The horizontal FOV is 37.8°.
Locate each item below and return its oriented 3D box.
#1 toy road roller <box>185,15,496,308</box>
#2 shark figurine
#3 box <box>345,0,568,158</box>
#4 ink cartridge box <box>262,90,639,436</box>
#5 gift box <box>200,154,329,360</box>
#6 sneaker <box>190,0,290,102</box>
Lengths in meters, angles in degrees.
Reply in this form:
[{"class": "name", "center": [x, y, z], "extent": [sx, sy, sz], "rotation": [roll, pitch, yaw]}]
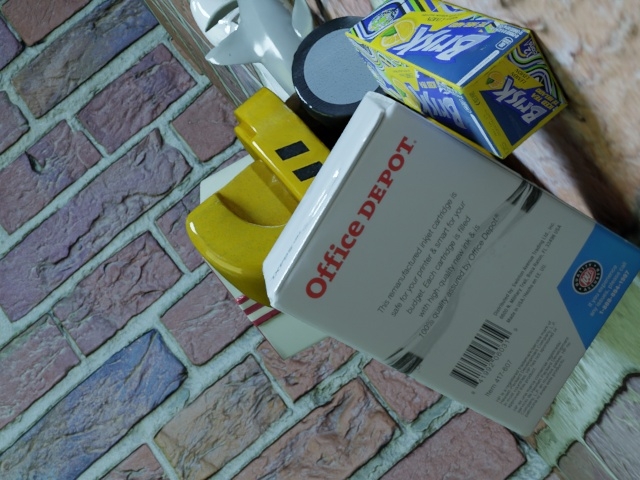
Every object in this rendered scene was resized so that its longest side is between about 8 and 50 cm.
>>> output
[{"class": "toy road roller", "center": [0.040, -0.003, 0.821], "extent": [0.329, 0.241, 0.202], "rotation": [49, 178, 20]}, {"class": "shark figurine", "center": [-0.075, -0.224, 1.003], "extent": [0.278, 0.116, 0.166], "rotation": [56, 174, 41]}, {"class": "box", "center": [0.082, -0.113, 0.603], "extent": [0.059, 0.054, 0.169], "rotation": [51, 177, -31]}, {"class": "ink cartridge box", "center": [0.084, 0.014, 0.621], "extent": [0.203, 0.148, 0.086], "rotation": [29, -171, -14]}, {"class": "gift box", "center": [0.000, 0.000, 1.332], "extent": [0.255, 0.258, 0.276], "rotation": [54, -169, -35]}, {"class": "sneaker", "center": [-0.076, -0.260, 1.196], "extent": [0.212, 0.080, 0.094], "rotation": [43, 166, -3]}]
